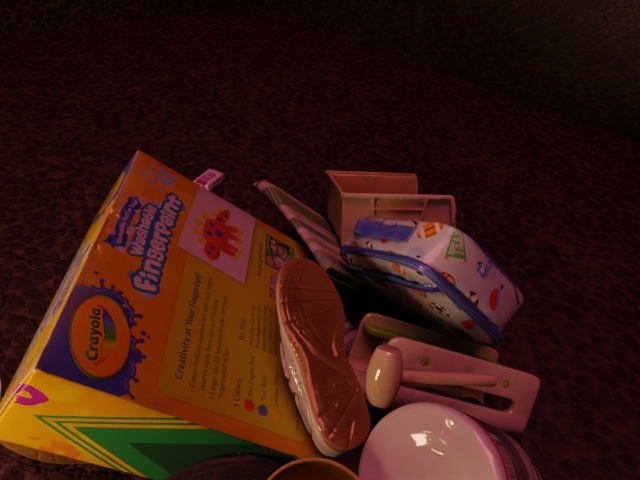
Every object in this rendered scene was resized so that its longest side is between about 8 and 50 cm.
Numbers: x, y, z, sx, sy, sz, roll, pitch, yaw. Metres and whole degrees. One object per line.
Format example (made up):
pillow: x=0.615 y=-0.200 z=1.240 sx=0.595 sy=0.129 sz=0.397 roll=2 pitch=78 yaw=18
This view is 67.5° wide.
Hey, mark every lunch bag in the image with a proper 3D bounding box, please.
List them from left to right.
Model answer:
lunch bag: x=0.169 y=0.056 z=0.823 sx=0.115 sy=0.243 sz=0.303 roll=-55 pitch=23 yaw=-12

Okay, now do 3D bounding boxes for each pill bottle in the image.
pill bottle: x=0.179 y=0.304 z=0.594 sx=0.161 sy=0.283 sz=0.161 roll=-17 pitch=57 yaw=27

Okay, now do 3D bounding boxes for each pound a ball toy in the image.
pound a ball toy: x=0.176 y=0.226 z=0.726 sx=0.319 sy=0.136 sz=0.208 roll=18 pitch=5 yaw=-16

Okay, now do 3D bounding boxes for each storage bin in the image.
storage bin: x=0.154 y=-0.080 z=1.134 sx=0.260 sy=0.123 sz=0.262 roll=0 pitch=18 yaw=-8

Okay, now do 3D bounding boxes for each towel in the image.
towel: x=0.000 y=0.000 z=1.036 sx=0.248 sy=0.038 sz=0.325 roll=32 pitch=15 yaw=-48

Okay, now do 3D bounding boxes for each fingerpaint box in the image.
fingerpaint box: x=-0.199 y=0.117 z=0.741 sx=0.371 sy=0.163 sz=0.445 roll=31 pitch=30 yaw=-27

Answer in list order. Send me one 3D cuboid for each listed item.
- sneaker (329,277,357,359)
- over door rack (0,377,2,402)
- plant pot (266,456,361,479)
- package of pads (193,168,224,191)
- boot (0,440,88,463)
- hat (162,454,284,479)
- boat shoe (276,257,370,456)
sneaker: x=0.024 y=0.179 z=0.891 sx=0.121 sy=0.111 sz=0.300 roll=13 pitch=43 yaw=-10
over door rack: x=-0.585 y=0.297 z=0.598 sx=0.239 sy=0.108 sz=0.324 roll=-3 pitch=19 yaw=-14
plant pot: x=-0.014 y=0.307 z=0.495 sx=0.134 sy=0.095 sz=0.134 roll=9 pitch=51 yaw=-11
package of pads: x=-0.303 y=-0.161 z=1.299 sx=0.050 sy=0.032 sz=0.083 roll=17 pitch=39 yaw=16
boot: x=-0.331 y=0.229 z=0.751 sx=0.261 sy=0.095 sz=0.203 roll=5 pitch=40 yaw=-14
hat: x=-0.093 y=0.422 z=0.531 sx=0.331 sy=0.134 sz=0.331 roll=6 pitch=53 yaw=-8
boat shoe: x=-0.016 y=0.157 z=0.667 sx=0.098 sy=0.096 sz=0.277 roll=2 pitch=54 yaw=-23
